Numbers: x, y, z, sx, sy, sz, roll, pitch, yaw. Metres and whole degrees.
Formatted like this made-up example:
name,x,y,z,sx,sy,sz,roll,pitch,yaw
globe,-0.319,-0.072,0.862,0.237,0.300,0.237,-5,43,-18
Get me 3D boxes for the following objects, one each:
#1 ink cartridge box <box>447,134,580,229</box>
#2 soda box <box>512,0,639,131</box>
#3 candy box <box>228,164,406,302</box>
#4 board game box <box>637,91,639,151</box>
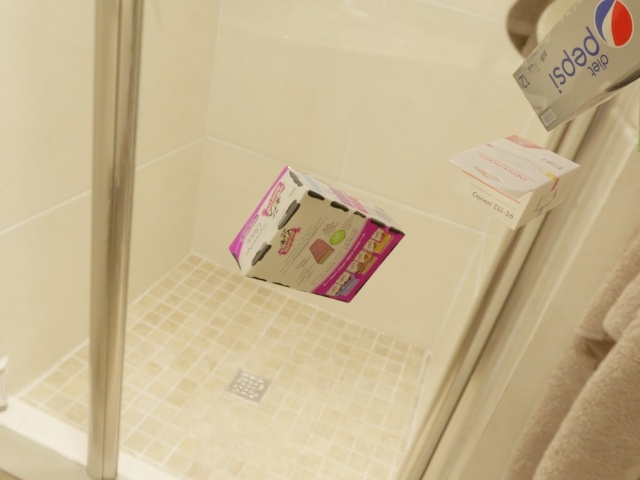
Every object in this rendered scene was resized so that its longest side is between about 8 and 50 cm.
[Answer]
name,x,y,z,sx,sy,sz,roll,pitch,yaw
ink cartridge box,0.266,-0.084,0.779,0.198,0.067,0.115,-21,47,-41
soda box,0.309,-0.214,0.560,0.098,0.286,0.091,-28,84,-6
candy box,0.000,0.000,0.845,0.233,0.159,0.071,20,24,-45
board game box,0.614,-0.258,0.876,0.046,0.317,0.213,-26,33,-9
